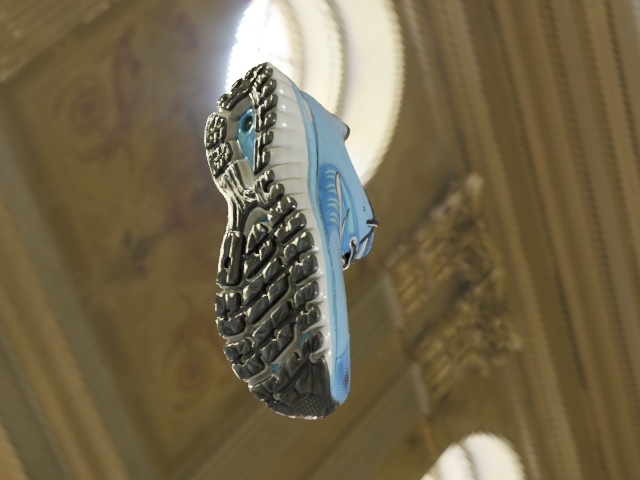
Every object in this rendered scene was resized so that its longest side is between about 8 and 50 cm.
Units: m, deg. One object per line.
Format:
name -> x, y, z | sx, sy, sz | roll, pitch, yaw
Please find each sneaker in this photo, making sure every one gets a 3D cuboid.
sneaker -> 0.000, 0.000, 0.700 | 0.073, 0.162, 0.063 | 20, -38, -36
